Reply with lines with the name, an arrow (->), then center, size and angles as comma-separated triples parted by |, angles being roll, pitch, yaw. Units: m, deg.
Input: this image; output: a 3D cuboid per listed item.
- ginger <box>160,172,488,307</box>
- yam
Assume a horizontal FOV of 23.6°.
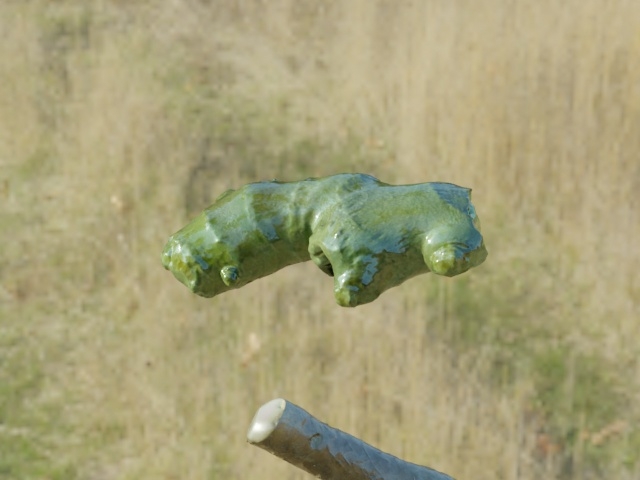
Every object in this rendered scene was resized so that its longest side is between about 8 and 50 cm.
ginger -> 0.005, -0.002, 1.329 | 0.289, 0.089, 0.137 | 6, 62, 17
yam -> 0.069, 0.292, 1.922 | 0.356, 0.081, 0.081 | 29, 10, -20
